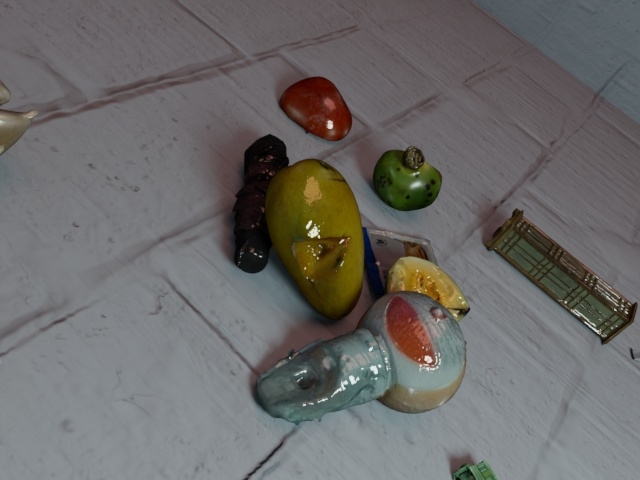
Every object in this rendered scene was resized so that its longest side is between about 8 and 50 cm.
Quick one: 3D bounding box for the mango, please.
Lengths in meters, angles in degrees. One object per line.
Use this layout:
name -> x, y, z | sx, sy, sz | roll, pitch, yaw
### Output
mango -> 0.000, 0.000, 0.987 | 0.262, 0.130, 0.167 | 68, 29, -24

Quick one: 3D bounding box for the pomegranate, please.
pomegranate -> 0.176, -0.122, 1.291 | 0.143, 0.122, 0.169 | 30, 4, 5

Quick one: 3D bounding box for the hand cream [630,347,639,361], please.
hand cream -> 0.704, 0.257, 1.346 | 0.093, 0.019, 0.030 | 18, 43, -7

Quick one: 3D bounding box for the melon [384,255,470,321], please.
melon -> 0.165, 0.095, 1.086 | 0.160, 0.079, 0.128 | 6, 56, -23

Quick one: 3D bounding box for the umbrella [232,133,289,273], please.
umbrella -> -0.102, -0.074, 1.087 | 0.090, 0.094, 0.326 | 14, 41, -11

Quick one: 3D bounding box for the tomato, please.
tomato -> 0.008, -0.307, 1.410 | 0.174, 0.082, 0.166 | 41, 39, 14

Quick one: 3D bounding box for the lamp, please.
lamp -> 0.514, 0.074, 1.349 | 0.325, 0.090, 0.089 | 42, 39, 9

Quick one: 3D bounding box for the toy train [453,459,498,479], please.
toy train -> 0.235, 0.362, 0.903 | 0.056, 0.038, 0.093 | 0, 49, -42

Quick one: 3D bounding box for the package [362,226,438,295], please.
package -> 0.156, 0.048, 1.183 | 0.173, 0.027, 0.171 | 12, 44, -25

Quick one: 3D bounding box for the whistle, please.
whistle -> 0.077, 0.171, 0.905 | 0.348, 0.189, 0.189 | -10, 55, -27

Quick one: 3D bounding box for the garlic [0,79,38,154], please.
garlic -> -0.567, -0.174, 0.845 | 0.325, 0.132, 0.279 | -2, 51, -32
